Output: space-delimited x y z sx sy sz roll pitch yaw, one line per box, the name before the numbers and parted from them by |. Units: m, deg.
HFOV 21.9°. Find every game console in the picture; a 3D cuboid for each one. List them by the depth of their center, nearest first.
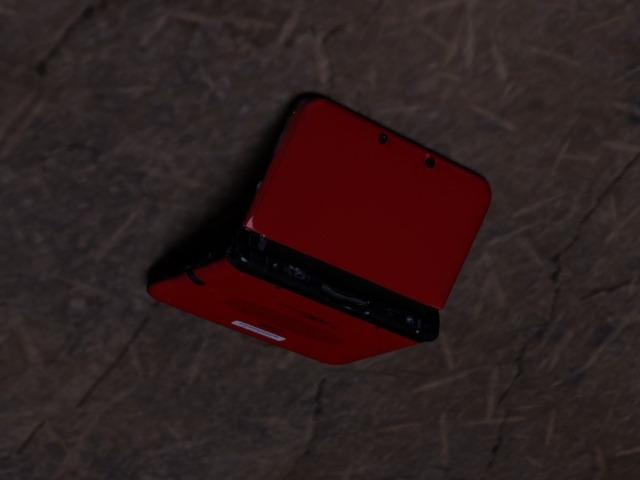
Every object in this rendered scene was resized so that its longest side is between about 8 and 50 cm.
game console | 0.000 0.000 0.881 0.144 0.085 0.124 24 151 -36
